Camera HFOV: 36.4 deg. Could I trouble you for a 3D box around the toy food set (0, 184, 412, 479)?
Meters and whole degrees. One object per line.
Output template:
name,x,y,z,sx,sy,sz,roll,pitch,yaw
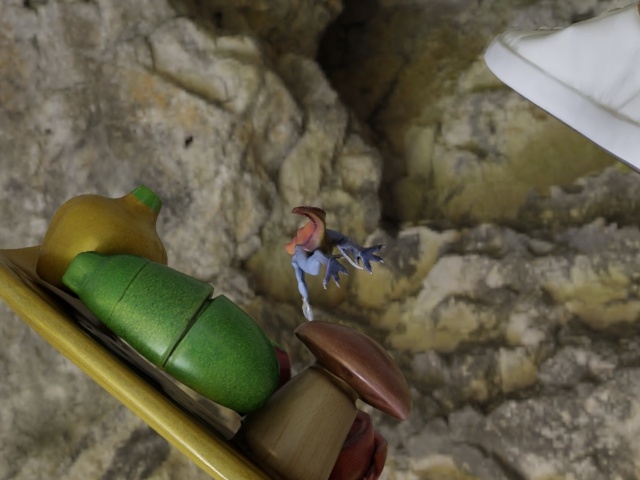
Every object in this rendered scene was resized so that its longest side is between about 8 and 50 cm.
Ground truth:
toy food set,-0.026,0.049,0.369,0.071,0.218,0.128,-51,176,-9

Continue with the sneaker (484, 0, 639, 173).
sneaker,0.225,-0.130,0.727,0.106,0.123,0.290,25,-165,-26

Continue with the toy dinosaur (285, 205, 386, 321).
toy dinosaur,0.000,0.000,0.526,0.047,0.090,0.082,-33,-150,-18
